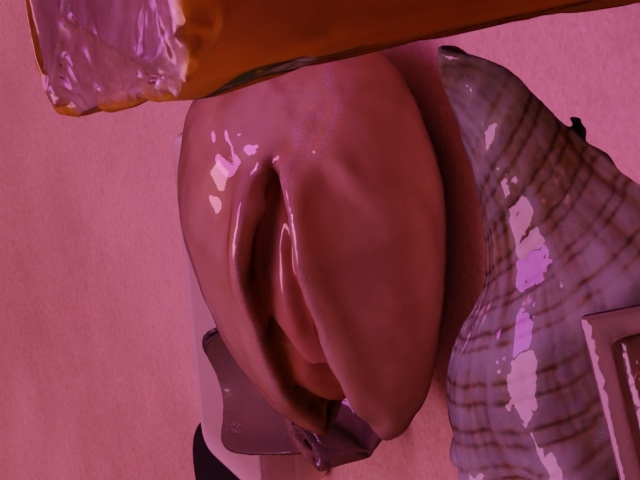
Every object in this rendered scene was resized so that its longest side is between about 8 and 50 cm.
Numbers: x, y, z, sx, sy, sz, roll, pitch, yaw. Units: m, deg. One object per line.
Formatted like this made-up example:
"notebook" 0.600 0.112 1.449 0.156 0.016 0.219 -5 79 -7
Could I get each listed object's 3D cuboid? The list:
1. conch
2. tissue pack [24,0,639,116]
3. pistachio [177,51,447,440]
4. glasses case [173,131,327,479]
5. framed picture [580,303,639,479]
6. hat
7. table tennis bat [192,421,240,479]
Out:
"conch" 0.146 0.078 1.097 0.203 0.169 0.386 -1 137 36
"tissue pack" 0.036 -0.236 0.969 0.228 0.382 0.293 -10 93 63
"pistachio" 0.000 0.000 1.426 0.193 0.214 0.318 2 119 23
"glasses case" -0.060 0.059 1.704 0.131 0.070 0.312 31 131 56
"framed picture" 0.264 0.157 0.981 0.211 0.020 0.289 -12 94 25
"hat" -0.021 0.108 1.600 0.175 0.085 0.147 -8 92 50
"table tennis bat" -0.079 0.310 1.946 0.154 0.021 0.274 -22 81 66
